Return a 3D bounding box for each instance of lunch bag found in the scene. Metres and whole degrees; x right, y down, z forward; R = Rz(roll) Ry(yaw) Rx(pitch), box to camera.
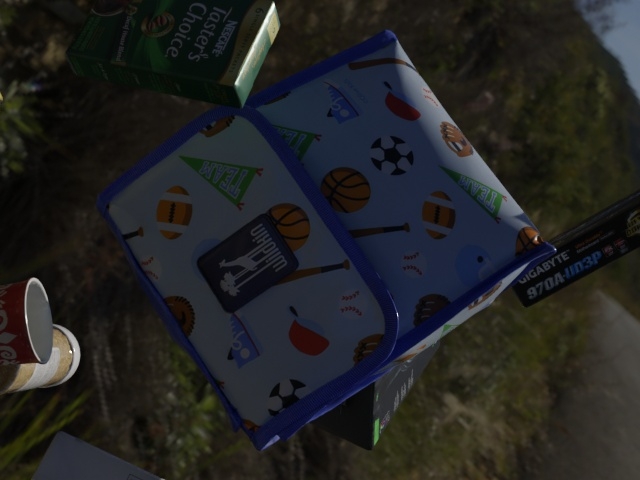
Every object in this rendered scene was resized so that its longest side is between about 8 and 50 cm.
[{"bbox_3d":[0.000,0.000,1.194,0.327,0.386,0.239,56,-26,12],"label":"lunch bag"}]

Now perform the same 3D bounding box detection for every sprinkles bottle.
[{"bbox_3d":[-0.529,0.208,1.950,0.121,0.121,0.355,43,-1,5],"label":"sprinkles bottle"}]

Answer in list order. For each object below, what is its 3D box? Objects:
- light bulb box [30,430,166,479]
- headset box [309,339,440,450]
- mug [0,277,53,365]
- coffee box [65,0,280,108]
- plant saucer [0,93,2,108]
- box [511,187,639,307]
[{"bbox_3d":[-0.272,0.489,1.663,0.358,0.225,0.361,25,-20,3],"label":"light bulb box"},{"bbox_3d":[0.086,0.163,1.800,0.131,0.246,0.283,22,47,21],"label":"headset box"},{"bbox_3d":[-0.444,0.118,1.445,0.150,0.169,0.113,70,12,-83],"label":"mug"},{"bbox_3d":[-0.143,-0.198,1.085,0.184,0.113,0.040,14,-28,17],"label":"coffee box"},{"bbox_3d":[-0.431,-0.236,1.135,0.332,0.081,0.333,63,-13,-21],"label":"plant saucer"},{"bbox_3d":[0.356,-0.002,1.414,0.051,0.220,0.175,59,23,1],"label":"box"}]
